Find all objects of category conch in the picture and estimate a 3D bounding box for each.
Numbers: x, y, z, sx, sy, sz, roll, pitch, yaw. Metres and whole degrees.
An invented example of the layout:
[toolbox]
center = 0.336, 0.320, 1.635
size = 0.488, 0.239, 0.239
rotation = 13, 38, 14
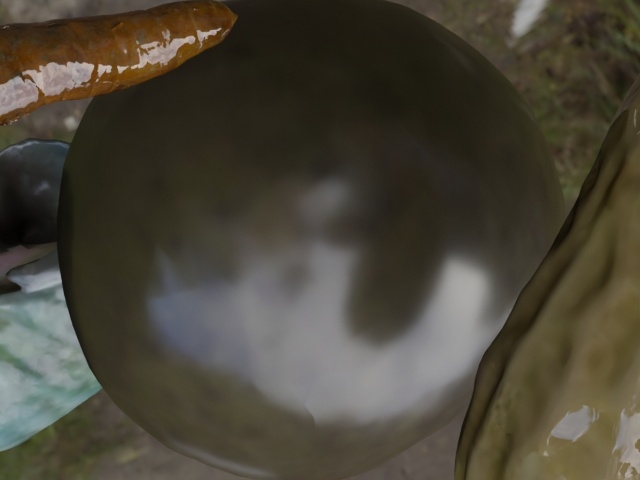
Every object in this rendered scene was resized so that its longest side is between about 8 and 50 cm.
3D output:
[conch]
center = -0.228, 0.022, 0.986
size = 0.195, 0.277, 0.220
rotation = 47, 65, -34

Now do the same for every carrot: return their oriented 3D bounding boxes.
[carrot]
center = -0.099, -0.053, 0.546
size = 0.165, 0.035, 0.035
rotation = -22, 150, -26

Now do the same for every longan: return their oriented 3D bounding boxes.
[longan]
center = 0.000, 0.000, 0.812
size = 0.248, 0.248, 0.248
rotation = -19, 148, -12

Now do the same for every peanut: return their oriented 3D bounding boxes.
[peanut]
center = 0.162, 0.009, 0.612
size = 0.153, 0.140, 0.325
rotation = 30, 97, -18
